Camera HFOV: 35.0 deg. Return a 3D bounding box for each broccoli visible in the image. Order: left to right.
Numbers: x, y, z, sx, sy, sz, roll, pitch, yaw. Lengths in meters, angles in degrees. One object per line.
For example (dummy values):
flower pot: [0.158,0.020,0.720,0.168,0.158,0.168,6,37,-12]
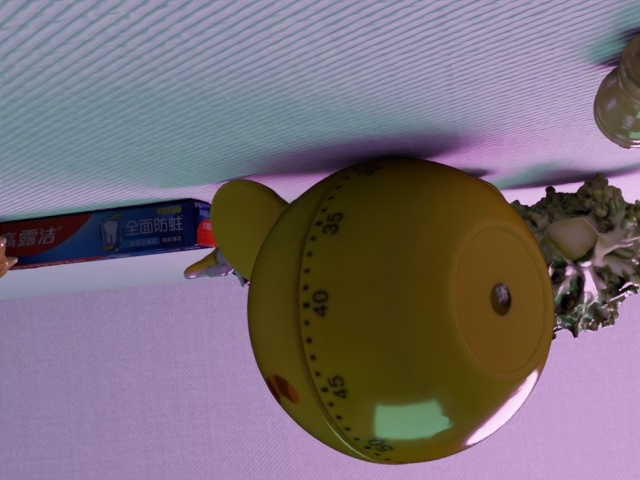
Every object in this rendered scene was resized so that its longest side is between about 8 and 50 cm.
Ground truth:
broccoli: [0.373,0.025,1.437,0.263,0.247,0.243,17,177,20]

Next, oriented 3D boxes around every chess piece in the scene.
chess piece: [0.235,-0.112,0.728,0.066,0.066,0.122,-6,169,7]

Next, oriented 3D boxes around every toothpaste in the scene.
toothpaste: [-0.304,-0.005,1.384,0.320,0.066,0.076,-7,175,16]

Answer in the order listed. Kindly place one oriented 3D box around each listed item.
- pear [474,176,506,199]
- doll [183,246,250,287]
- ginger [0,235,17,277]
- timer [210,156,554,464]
pear: [0.183,-0.034,1.345,0.141,0.104,0.141,1,153,1]
doll: [-0.076,0.017,1.651,0.145,0.103,0.316,23,-160,28]
ginger: [-0.504,0.027,1.326,0.193,0.052,0.176,-6,142,5]
timer: [0.058,0.078,1.159,0.376,0.376,0.387,0,174,-45]
